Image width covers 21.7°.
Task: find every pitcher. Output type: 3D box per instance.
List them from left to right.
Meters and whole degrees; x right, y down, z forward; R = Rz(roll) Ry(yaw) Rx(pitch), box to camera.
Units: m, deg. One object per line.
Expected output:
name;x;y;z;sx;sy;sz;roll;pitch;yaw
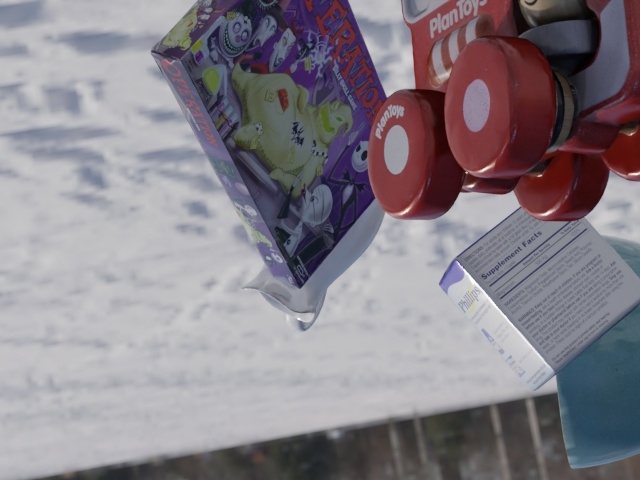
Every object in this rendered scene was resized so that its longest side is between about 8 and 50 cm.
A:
pitcher;0.000;0.000;1.957;0.125;0.207;0.178;23;168;16

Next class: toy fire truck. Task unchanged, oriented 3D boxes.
toy fire truck;0.151;-0.154;1.255;0.169;0.254;0.302;0;167;-26

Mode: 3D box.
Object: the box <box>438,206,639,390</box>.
box;0.202;0.043;1.524;0.126;0.137;0.072;-37;170;-20

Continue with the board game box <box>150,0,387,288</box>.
board game box;-0.028;-0.133;1.678;0.056;0.208;0.347;18;151;34

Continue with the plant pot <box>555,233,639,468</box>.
plant pot;0.391;0.127;2.032;0.195;0.290;0.290;-5;176;12
